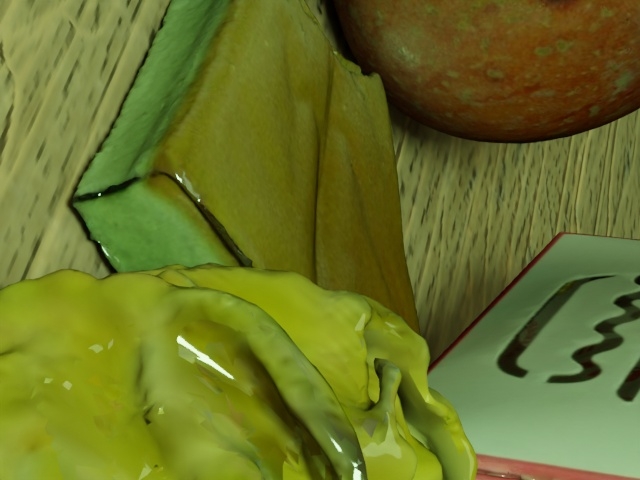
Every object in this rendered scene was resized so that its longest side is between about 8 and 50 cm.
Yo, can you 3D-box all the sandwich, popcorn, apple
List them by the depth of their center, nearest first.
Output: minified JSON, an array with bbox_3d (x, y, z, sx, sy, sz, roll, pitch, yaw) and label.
[{"bbox_3d":[-0.044,0.115,0.610,0.250,0.190,0.250,45,34,-42],"label":"popcorn"},{"bbox_3d":[0.000,0.000,0.876,0.245,0.063,0.212,60,30,-31],"label":"sandwich"},{"bbox_3d":[0.121,-0.174,1.004,0.253,0.253,0.253,35,48,-52],"label":"apple"}]

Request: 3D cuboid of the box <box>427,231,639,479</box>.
[{"bbox_3d":[0.203,0.185,0.840,0.314,0.300,0.312,-36,129,-61],"label":"box"}]
